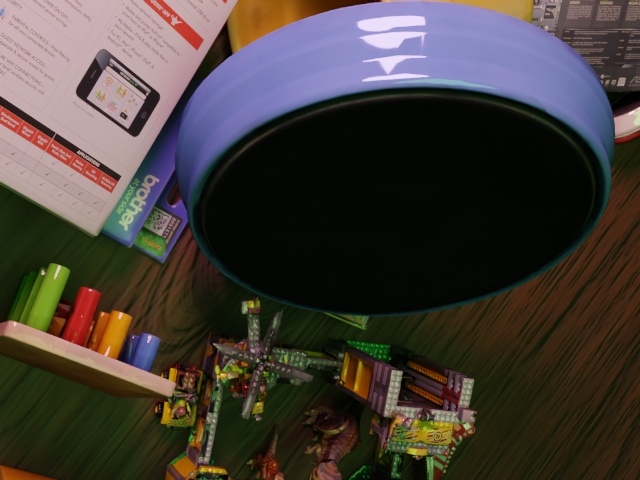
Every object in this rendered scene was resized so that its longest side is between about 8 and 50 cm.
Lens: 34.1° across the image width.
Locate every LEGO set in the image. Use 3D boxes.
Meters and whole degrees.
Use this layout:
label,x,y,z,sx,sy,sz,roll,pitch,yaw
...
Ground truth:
label,x,y,z,sx,sy,sz,roll,pitch,yaw
LEGO set,0.007,0.211,1.074,0.331,0.192,0.255,18,89,-23

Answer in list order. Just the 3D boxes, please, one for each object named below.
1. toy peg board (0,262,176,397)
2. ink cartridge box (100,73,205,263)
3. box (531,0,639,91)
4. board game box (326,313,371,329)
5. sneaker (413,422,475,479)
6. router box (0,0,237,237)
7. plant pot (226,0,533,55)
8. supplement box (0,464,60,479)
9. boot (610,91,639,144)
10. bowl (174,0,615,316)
label,x,y,z,sx,sy,sz,roll,pitch,yaw
toy peg board,-0.225,0.086,0.988,0.160,0.161,0.079,25,72,-23
ink cartridge box,-0.232,-0.124,1.007,0.311,0.065,0.186,32,84,-24
box,0.291,-0.260,1.160,0.232,0.059,0.184,-3,121,-15
board game box,0.000,0.000,1.124,0.170,0.048,0.141,25,88,-23
sneaker,0.145,0.244,1.217,0.067,0.042,0.119,-2,95,-19
router box,-0.226,-0.199,0.830,0.301,0.082,0.335,-60,147,-6
plant pot,0.073,-0.223,1.033,0.239,0.254,0.254,-21,104,-34
supplement box,-0.264,0.344,0.977,0.129,0.191,0.194,22,87,-23
boot,0.458,-0.119,1.282,0.244,0.088,0.176,-24,106,-22
bowl,0.065,-0.046,0.927,0.391,0.391,0.077,14,54,-23
